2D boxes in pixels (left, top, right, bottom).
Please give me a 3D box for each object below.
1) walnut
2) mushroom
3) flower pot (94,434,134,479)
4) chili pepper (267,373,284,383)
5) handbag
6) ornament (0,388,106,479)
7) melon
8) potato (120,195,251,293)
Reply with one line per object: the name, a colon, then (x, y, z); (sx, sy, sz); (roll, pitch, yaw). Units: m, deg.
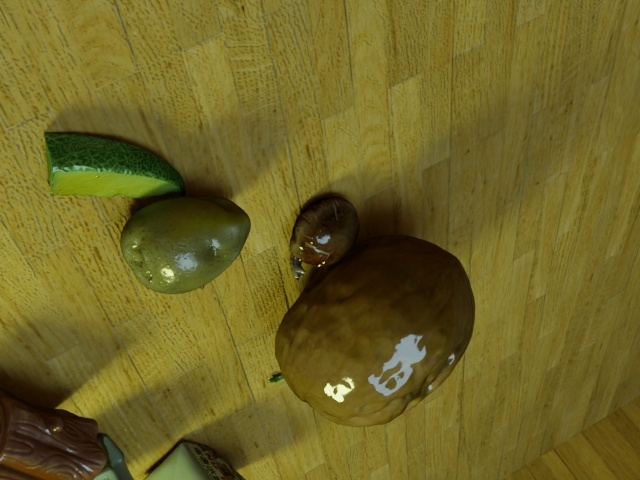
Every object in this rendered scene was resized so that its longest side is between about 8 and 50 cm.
walnut: (0.109, 0.162, 1.745); (0.398, 0.308, 0.354); (-43, 180, 13)
mushroom: (0.001, 0.001, 1.650); (0.135, 0.080, 0.171); (15, 119, -38)
flower pot: (-0.443, 0.519, 1.783); (0.189, 0.239, 0.209); (-28, 117, -9)
chili pepper: (-0.078, 0.286, 1.992); (0.083, 0.017, 0.030); (-30, 146, -14)
handbag: (-0.236, 0.558, 2.063); (0.151, 0.171, 0.298); (-46, 150, 10)
ornament: (-0.514, 0.359, 1.532); (0.235, 0.221, 0.217); (1, 155, 28)
melon: (-0.285, -0.085, 1.316); (0.261, 0.053, 0.114); (9, 134, -47)
potato: (-0.199, -0.002, 1.424); (0.194, 0.157, 0.157); (-29, 149, -36)
